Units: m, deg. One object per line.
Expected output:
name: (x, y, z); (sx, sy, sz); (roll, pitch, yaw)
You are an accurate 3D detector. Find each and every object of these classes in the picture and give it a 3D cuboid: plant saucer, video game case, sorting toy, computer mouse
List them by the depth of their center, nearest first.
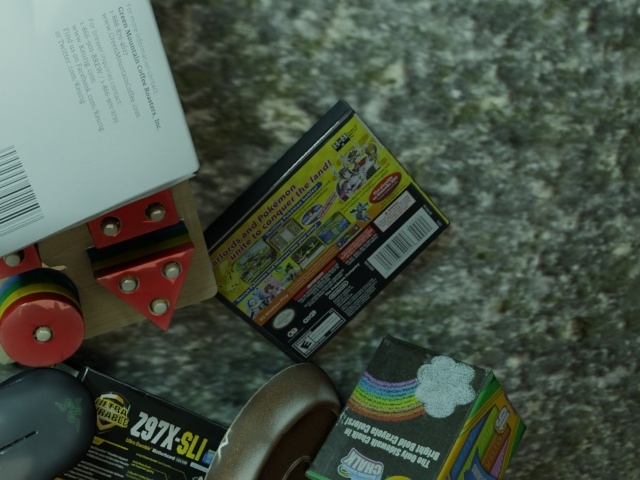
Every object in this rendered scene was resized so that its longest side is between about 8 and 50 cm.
computer mouse: (-0.332, 0.224, 1.059); (0.272, 0.072, 0.188); (-33, 97, -38)
sorting toy: (-0.249, 0.011, 1.099); (0.257, 0.089, 0.255); (-18, 126, -11)
video game case: (0.000, 0.000, 1.295); (0.275, 0.035, 0.248); (-44, 131, 2)
plant saucer: (-0.050, 0.313, 1.357); (0.310, 0.050, 0.310); (-39, 140, -43)

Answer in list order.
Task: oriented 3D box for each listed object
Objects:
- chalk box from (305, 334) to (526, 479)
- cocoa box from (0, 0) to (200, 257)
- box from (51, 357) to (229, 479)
chalk box: (0.117, 0.307, 1.384); (0.289, 0.180, 0.179); (-58, 140, -20)
cocoa box: (-0.281, -0.200, 0.879); (0.231, 0.228, 0.347); (-25, 128, -16)
box: (-0.234, 0.316, 1.275); (0.322, 0.079, 0.257); (32, 77, -40)
